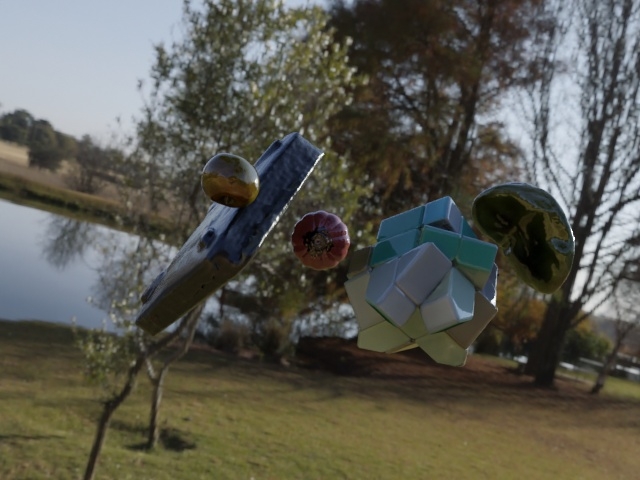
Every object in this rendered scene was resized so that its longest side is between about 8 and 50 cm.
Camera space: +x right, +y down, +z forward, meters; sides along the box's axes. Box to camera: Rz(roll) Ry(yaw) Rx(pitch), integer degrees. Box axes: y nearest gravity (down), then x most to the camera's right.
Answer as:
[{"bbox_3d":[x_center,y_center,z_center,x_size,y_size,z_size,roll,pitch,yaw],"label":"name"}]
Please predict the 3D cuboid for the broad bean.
[{"bbox_3d":[0.344,-0.013,1.255,0.072,0.153,0.207,-21,58,-33],"label":"broad bean"}]

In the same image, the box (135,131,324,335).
[{"bbox_3d":[-0.165,-0.010,1.322,0.091,0.350,0.359,41,-42,-11],"label":"box"}]

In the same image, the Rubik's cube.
[{"bbox_3d":[0.175,0.082,1.205,0.265,0.213,0.224,-22,-59,32],"label":"Rubik's cube"}]

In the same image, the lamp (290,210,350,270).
[{"bbox_3d":[0.000,0.000,1.354,0.107,0.107,0.092,14,3,4],"label":"lamp"}]

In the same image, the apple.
[{"bbox_3d":[-0.134,-0.090,1.133,0.089,0.074,0.089,19,-7,2],"label":"apple"}]
